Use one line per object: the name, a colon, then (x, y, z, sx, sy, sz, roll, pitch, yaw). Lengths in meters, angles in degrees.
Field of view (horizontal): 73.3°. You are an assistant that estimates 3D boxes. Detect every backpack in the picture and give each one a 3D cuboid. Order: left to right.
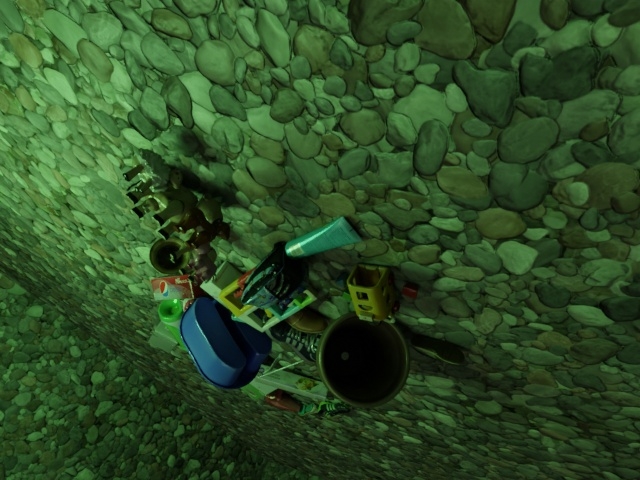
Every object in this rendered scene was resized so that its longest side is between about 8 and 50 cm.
backpack: (-0.126, 0.114, 1.144, 0.117, 0.158, 0.173, 40, 106, -20)

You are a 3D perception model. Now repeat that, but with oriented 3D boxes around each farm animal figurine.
farm animal figurine: (-0.347, -0.064, 1.126, 0.327, 0.172, 0.330, 45, 151, -2)

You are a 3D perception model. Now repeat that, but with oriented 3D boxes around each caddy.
caddy: (-0.325, 0.331, 1.465, 0.341, 0.241, 0.179, 55, 131, 17)

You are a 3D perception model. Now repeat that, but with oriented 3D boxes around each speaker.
speaker: (-0.581, 0.363, 1.834, 0.131, 0.131, 0.297, 14, 142, 20)

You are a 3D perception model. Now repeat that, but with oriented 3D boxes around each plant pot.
plant pot: (0.103, 0.344, 1.277, 0.263, 0.263, 0.229, 31, 163, -3)

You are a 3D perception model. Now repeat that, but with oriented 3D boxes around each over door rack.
over door rack: (-0.190, 0.416, 1.668, 0.324, 0.108, 0.239, -18, 125, 29)

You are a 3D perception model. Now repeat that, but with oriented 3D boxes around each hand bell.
hand bell: (-0.525, 0.077, 1.481, 0.126, 0.126, 0.242, 36, 155, -10)

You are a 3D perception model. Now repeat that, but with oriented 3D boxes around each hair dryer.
hair dryer: (-0.209, 0.765, 2.118, 0.223, 0.080, 0.293, -19, 124, 46)

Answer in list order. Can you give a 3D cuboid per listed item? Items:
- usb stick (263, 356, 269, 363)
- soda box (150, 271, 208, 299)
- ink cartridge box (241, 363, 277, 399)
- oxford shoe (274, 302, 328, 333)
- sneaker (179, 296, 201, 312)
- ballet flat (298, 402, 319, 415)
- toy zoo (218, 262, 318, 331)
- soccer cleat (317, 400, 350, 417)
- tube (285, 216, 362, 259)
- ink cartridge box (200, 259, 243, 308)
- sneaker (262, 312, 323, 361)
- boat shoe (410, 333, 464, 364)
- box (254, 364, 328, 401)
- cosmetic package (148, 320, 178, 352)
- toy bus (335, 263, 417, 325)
usb stick: (-0.305, 0.554, 1.953, 0.077, 0.045, 0.278, 27, 145, -12)
soda box: (-0.494, 0.160, 1.529, 0.263, 0.092, 0.084, -9, 92, 40)
ink cartridge box: (-0.269, 0.654, 1.989, 0.109, 0.062, 0.209, 40, 127, -13)
oxford shoe: (-0.071, 0.233, 1.374, 0.212, 0.076, 0.076, 21, 133, 9)
sneaker: (-0.443, 0.302, 1.694, 0.112, 0.121, 0.299, 37, 159, 44)
ballet flat: (-0.059, 0.849, 2.145, 0.052, 0.057, 0.168, 29, 146, -17)
toy zoo: (-0.176, 0.177, 1.315, 0.293, 0.030, 0.192, -34, 114, 27)
soccer cleat: (0.062, 0.770, 1.945, 0.178, 0.072, 0.060, -13, 128, 43)
tube: (0.000, 0.000, 1.058, 0.207, 0.052, 0.080, -19, 128, 40)
ink cartridge box: (-0.311, 0.141, 1.402, 0.143, 0.092, 0.090, 44, 142, -19)
sneaker: (-0.059, 0.324, 1.451, 0.153, 0.099, 0.282, -10, 134, 45)
boat shoe: (0.330, 0.311, 1.216, 0.152, 0.056, 0.049, 21, 150, 27)
box: (-0.123, 0.611, 1.846, 0.323, 0.063, 0.067, 14, 142, 6)
cosmetic package: (-0.736, 0.452, 2.070, 0.127, 0.107, 0.238, 32, 142, -10)
toy bus: (0.133, 0.157, 1.096, 0.202, 0.104, 0.191, 37, 139, -2)
